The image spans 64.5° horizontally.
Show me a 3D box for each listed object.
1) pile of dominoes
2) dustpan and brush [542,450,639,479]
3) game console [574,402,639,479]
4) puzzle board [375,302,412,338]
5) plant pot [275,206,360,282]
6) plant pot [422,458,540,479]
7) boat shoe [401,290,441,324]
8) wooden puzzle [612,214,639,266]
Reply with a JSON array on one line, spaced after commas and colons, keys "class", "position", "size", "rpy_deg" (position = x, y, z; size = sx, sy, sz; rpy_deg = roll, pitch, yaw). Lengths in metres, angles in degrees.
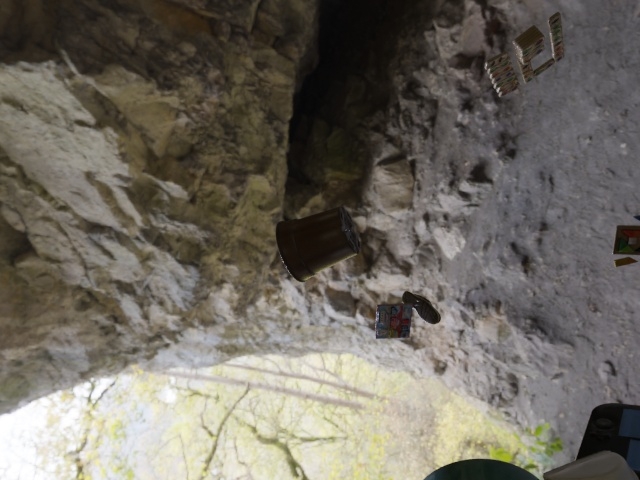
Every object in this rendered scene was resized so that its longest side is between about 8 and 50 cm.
[{"class": "pile of dominoes", "position": [0.529, -0.446, 1.280], "size": [0.196, 0.251, 0.040], "rpy_deg": [-35, 68, 20]}, {"class": "dustpan and brush", "position": [0.497, 0.426, 0.866], "size": [0.211, 0.147, 0.060], "rpy_deg": [92, 160, -76]}, {"class": "game console", "position": [0.870, 0.515, 1.259], "size": [0.387, 0.342, 0.060], "rpy_deg": [-6, 96, 38]}, {"class": "puzzle board", "position": [0.200, 0.223, 1.385], "size": [0.011, 0.097, 0.128], "rpy_deg": [-94, 2, -55]}, {"class": "plant pot", "position": [0.000, 0.000, 1.261], "size": [0.167, 0.165, 0.166], "rpy_deg": [56, -159, -35]}, {"class": "plant pot", "position": [0.316, 0.606, 0.940], "size": [0.235, 0.293, 0.292], "rpy_deg": [-68, -6, -68]}, {"class": "boat shoe", "position": [0.294, 0.187, 1.439], "size": [0.152, 0.049, 0.056], "rpy_deg": [42, 121, 51]}, {"class": "wooden puzzle", "position": [0.672, 0.001, 1.092], "size": [0.014, 0.079, 0.116], "rpy_deg": [-67, -31, -69]}]
